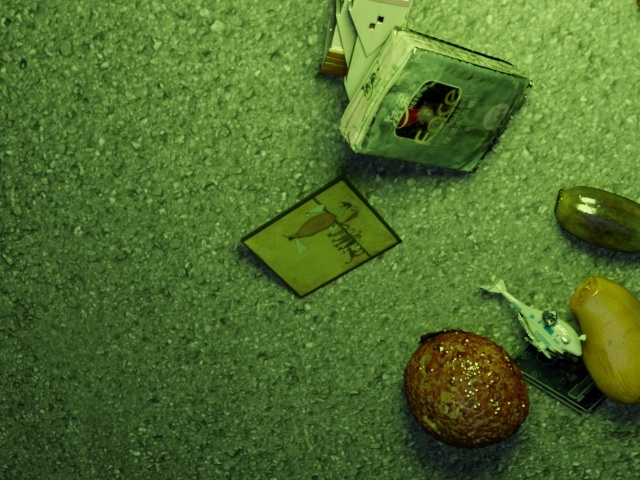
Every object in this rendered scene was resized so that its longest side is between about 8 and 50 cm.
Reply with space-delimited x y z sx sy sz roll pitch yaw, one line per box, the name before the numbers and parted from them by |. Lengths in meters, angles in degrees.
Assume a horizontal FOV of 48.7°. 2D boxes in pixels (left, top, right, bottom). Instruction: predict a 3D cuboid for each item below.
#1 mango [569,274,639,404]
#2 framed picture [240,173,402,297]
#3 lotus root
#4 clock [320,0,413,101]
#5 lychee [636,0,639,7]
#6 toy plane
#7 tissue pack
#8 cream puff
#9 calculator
mango | 0.724 0.243 1.720 0.187 0.144 0.359 -19 105 0
framed picture | 0.000 0.000 1.814 0.338 0.014 0.255 -30 121 24
lotus root | 0.654 -0.048 1.618 0.241 0.123 0.124 19 108 1
clock | 0.103 -0.452 1.505 0.166 0.235 0.310 10 129 -8
lychee | 0.684 -0.508 1.372 0.197 0.165 0.165 0 116 -5
toy plane | 0.526 0.186 1.736 0.182 0.273 0.107 18 117 -47
tissue pack | 0.242 -0.285 1.494 0.361 0.122 0.259 5 129 -38
cream puff | 0.372 0.404 1.830 0.350 0.229 0.350 8 120 14
calculator | 0.639 0.341 1.853 0.274 0.028 0.166 31 117 -2
